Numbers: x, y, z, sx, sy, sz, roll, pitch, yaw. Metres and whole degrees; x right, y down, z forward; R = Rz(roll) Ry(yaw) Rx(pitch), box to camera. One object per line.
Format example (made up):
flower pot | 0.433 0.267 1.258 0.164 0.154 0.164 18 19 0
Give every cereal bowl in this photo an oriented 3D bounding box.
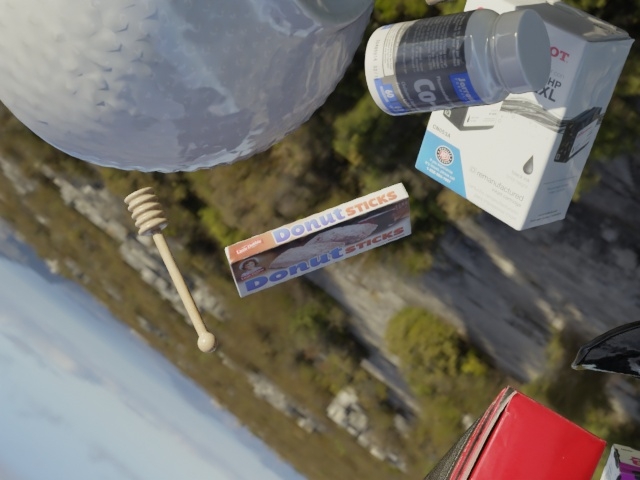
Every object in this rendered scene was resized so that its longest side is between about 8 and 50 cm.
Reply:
cereal bowl | -0.051 -0.203 0.641 0.141 0.339 0.339 5 152 29

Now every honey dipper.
honey dipper | -0.134 0.029 1.029 0.030 0.030 0.160 112 134 -78

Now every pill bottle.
pill bottle | 0.112 -0.146 0.925 0.137 0.078 0.078 -3 144 36

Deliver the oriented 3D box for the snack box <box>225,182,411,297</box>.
snack box | 0.000 0.000 1.076 0.064 0.178 0.022 79 168 -57

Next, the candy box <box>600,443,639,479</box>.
candy box | 0.426 0.392 1.470 0.159 0.233 0.071 13 -157 1

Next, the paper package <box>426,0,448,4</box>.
paper package | 0.265 -0.466 1.359 0.310 0.168 0.324 0 109 29

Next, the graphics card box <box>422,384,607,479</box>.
graphics card box | 0.099 0.281 0.934 0.094 0.232 0.371 29 157 6

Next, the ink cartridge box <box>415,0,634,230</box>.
ink cartridge box | 0.300 -0.205 1.715 0.129 0.307 0.223 -13 -141 -44

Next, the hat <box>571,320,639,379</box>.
hat | 0.421 0.167 1.127 0.331 0.133 0.331 1 164 0
